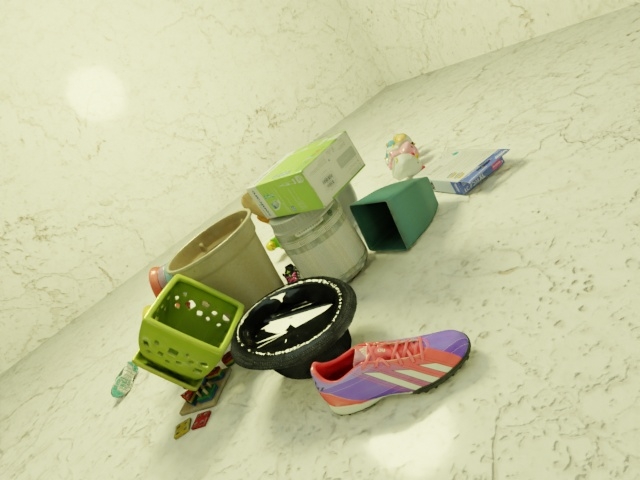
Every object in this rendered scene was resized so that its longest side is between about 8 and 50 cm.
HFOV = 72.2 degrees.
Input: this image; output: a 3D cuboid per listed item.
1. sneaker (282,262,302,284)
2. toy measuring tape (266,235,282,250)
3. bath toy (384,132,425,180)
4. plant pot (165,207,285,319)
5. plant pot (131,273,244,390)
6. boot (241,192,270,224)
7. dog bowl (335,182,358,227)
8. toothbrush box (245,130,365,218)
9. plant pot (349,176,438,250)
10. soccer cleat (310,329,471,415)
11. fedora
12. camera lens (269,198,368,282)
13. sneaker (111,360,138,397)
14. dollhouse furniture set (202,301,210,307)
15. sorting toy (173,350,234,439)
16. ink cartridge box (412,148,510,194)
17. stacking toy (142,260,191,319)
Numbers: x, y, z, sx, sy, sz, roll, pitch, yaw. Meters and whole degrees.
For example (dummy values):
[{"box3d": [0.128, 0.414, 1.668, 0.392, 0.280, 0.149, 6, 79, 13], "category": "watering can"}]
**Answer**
[{"box3d": [-0.095, 0.130, 1.485, 0.063, 0.074, 0.170, -31, 21, 6], "category": "sneaker"}, {"box3d": [-0.075, -0.045, 1.805, 0.330, 0.121, 0.121, -30, 19, -16], "category": "toy measuring tape"}, {"box3d": [0.351, -0.352, 1.828, 0.129, 0.151, 0.348, 4, 26, 0], "category": "bath toy"}, {"box3d": [-0.287, 0.111, 1.485, 0.334, 0.305, 0.334, -30, 21, 13], "category": "plant pot"}, {"box3d": [-0.374, 0.268, 1.230, 0.207, 0.227, 0.228, -60, 8, 26], "category": "plant pot"}, {"box3d": [-0.200, -0.107, 1.661, 0.295, 0.104, 0.211, 5, -12, -35], "category": "boot"}, {"box3d": [0.016, -0.130, 1.624, 0.104, 0.265, 0.265, -13, 29, 47], "category": "dog bowl"}, {"box3d": [-0.047, -0.180, 1.253, 0.283, 0.122, 0.206, -5, 35, 50], "category": "toothbrush box"}, {"box3d": [0.250, -0.098, 1.371, 0.234, 0.165, 0.166, -37, 19, -30], "category": "plant pot"}, {"box3d": [0.132, 0.240, 0.858, 0.318, 0.116, 0.108, -27, 22, 18], "category": "soccer cleat"}, {"box3d": [-0.046, 0.232, 1.070, 0.334, 0.152, 0.334, -21, 28, 12], "category": "fedora"}, {"box3d": [0.000, 0.000, 1.349, 0.219, 0.274, 0.219, -29, 22, 13], "category": "camera lens"}, {"box3d": [-0.720, 0.518, 1.596, 0.076, 0.065, 0.166, -46, 15, 15], "category": "sneaker"}, {"box3d": [-0.454, 0.161, 1.819, 0.101, 0.161, 0.182, -27, 23, 18], "category": "dollhouse furniture set"}, {"box3d": [-0.337, 0.423, 1.243, 0.132, 0.046, 0.274, -24, 23, 24], "category": "sorting toy"}, {"box3d": [0.470, -0.235, 1.475, 0.186, 0.065, 0.311, -38, 19, -11], "category": "ink cartridge box"}, {"box3d": [-0.471, 0.230, 1.513, 0.130, 0.279, 0.309, -21, 45, 4], "category": "stacking toy"}]
